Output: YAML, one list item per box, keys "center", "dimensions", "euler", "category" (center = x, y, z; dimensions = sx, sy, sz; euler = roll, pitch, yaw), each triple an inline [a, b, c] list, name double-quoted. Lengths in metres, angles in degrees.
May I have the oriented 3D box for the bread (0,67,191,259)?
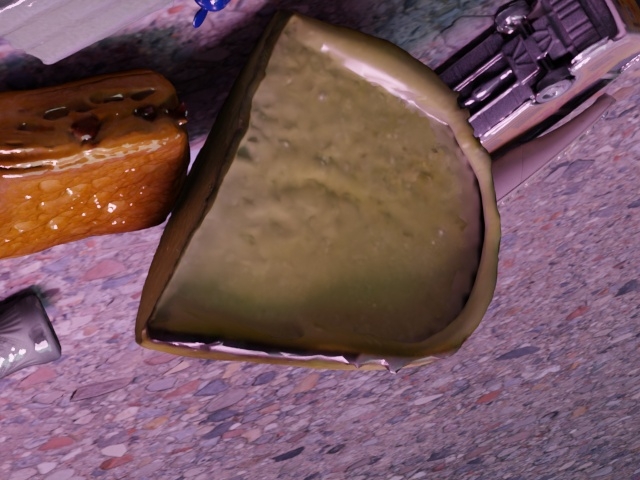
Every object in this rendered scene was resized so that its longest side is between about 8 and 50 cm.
- center: [-0.221, -0.072, 1.758]
  dimensions: [0.210, 0.099, 0.235]
  euler: [-14, 162, -17]
  category: "bread"

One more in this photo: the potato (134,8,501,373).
- center: [0.011, -0.004, 1.803]
  dimensions: [0.280, 0.330, 0.213]
  euler: [22, 169, -7]
  category: "potato"

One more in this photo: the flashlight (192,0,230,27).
- center: [-0.081, -0.217, 1.522]
  dimensions: [0.057, 0.035, 0.121]
  euler: [-49, 165, -31]
  category: "flashlight"

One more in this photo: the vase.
- center: [-0.385, 0.133, 2.079]
  dimensions: [0.219, 0.096, 0.096]
  euler: [-24, 159, -5]
  category: "vase"

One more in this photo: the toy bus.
- center: [0.179, -0.145, 1.987]
  dimensions: [0.342, 0.097, 0.138]
  euler: [-38, 161, 30]
  category: "toy bus"

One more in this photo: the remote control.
- center: [0.201, -0.076, 1.986]
  dimensions: [0.229, 0.044, 0.073]
  euler: [-40, 175, 7]
  category: "remote control"

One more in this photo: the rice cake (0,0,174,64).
- center: [-0.150, -0.219, 1.550]
  dimensions: [0.237, 0.043, 0.127]
  euler: [-29, 158, 16]
  category: "rice cake"
